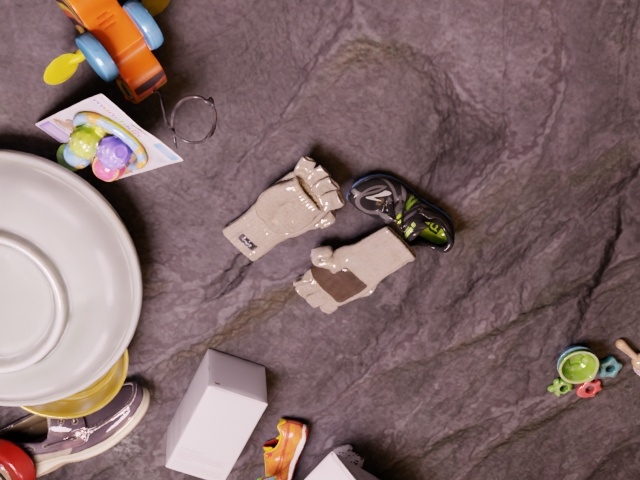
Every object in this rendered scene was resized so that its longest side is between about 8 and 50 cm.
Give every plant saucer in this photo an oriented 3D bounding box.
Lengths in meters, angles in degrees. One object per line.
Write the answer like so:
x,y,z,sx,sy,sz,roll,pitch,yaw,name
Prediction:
-0.458,0.074,1.501,0.401,0.100,0.400,0,110,1,plant saucer

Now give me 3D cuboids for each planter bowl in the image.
-0.396,0.158,1.631,0.217,0.090,0.217,0,109,0,planter bowl

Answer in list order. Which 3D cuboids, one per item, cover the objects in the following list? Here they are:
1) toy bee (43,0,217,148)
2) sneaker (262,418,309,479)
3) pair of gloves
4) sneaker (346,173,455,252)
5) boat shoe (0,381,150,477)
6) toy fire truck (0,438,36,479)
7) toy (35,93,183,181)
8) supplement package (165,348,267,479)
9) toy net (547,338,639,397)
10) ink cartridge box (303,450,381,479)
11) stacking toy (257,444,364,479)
-0.271,-0.240,1.406,0.195,0.162,0.298,-17,89,-13,toy bee
-0.071,0.377,1.820,0.067,0.064,0.175,19,110,2,sneaker
0.000,0.000,1.600,0.240,0.042,0.204,38,126,-16,pair of gloves
0.127,-0.039,1.588,0.188,0.078,0.067,28,113,-18,sneaker
-0.410,0.298,1.712,0.285,0.103,0.092,-26,123,15,boat shoe
-0.600,0.421,1.696,0.302,0.169,0.254,30,131,10,toy fire truck
-0.298,-0.118,1.425,0.137,0.237,0.056,39,69,-26,toy
-0.170,0.286,1.725,0.105,0.105,0.179,21,116,-16,supplement package
0.506,0.223,1.791,0.232,0.045,0.122,-1,119,-5,toy net
0.050,0.498,1.787,0.198,0.115,0.273,-47,137,2,ink cartridge box
-0.029,0.453,1.810,0.221,0.052,0.167,-13,127,-32,stacking toy
